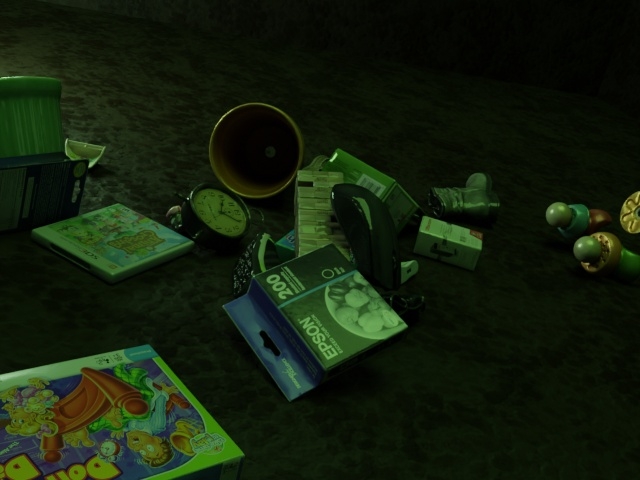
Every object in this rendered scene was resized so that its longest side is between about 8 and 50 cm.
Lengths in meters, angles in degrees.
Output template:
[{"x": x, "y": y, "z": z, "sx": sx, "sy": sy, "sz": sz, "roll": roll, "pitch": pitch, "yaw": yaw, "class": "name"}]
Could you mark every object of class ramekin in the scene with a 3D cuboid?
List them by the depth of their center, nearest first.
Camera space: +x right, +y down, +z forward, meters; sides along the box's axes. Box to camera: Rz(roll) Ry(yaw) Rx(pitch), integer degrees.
[{"x": -0.610, "y": -0.196, "z": 1.447, "sx": 0.303, "sy": 0.148, "sz": 0.303, "roll": -8, "pitch": 7, "yaw": 1, "class": "ramekin"}]

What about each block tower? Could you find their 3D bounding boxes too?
[{"x": 0.000, "y": 0.000, "z": 1.436, "sx": 0.097, "sy": 0.091, "sz": 0.336, "roll": 2, "pitch": 40, "yaw": -6, "class": "block tower"}]

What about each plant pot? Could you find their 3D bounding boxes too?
[{"x": -0.127, "y": -0.201, "z": 1.807, "sx": 0.205, "sy": 0.205, "sz": 0.188, "roll": 16, "pitch": 9, "yaw": 5, "class": "plant pot"}]

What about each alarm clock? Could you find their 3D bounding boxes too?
[{"x": -0.184, "y": -0.042, "z": 1.527, "sx": 0.192, "sy": 0.064, "sz": 0.129, "roll": -3, "pitch": 57, "yaw": -42, "class": "alarm clock"}]

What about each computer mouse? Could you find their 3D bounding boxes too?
[{"x": 0.105, "y": 0.010, "z": 1.384, "sx": 0.188, "sy": 0.072, "sz": 0.272, "roll": 7, "pitch": 56, "yaw": -63, "class": "computer mouse"}]

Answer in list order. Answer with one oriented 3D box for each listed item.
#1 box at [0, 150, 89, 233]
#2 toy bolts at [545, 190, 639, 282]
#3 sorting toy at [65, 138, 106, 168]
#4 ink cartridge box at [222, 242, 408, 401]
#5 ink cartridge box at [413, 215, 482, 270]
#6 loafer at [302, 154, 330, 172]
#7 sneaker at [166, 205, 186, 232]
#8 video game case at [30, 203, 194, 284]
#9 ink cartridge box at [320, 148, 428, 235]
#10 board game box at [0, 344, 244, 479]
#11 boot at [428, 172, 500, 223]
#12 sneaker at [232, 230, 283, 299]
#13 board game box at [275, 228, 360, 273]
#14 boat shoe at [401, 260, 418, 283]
[{"x": -0.510, "y": -0.080, "z": 1.377, "sx": 0.036, "sy": 0.137, "sz": 0.225, "roll": 38, "pitch": 32, "yaw": 30, "class": "box"}, {"x": 0.634, "y": -0.042, "z": 1.847, "sx": 0.158, "sy": 0.218, "sz": 0.228, "roll": 17, "pitch": 13, "yaw": -27, "class": "toy bolts"}, {"x": -0.507, "y": -0.175, "z": 1.710, "sx": 0.083, "sy": 0.045, "sz": 0.075, "roll": 11, "pitch": 31, "yaw": -9, "class": "sorting toy"}, {"x": -0.012, "y": 0.114, "z": 1.213, "sx": 0.208, "sy": 0.045, "sz": 0.206, "roll": -25, "pitch": 53, "yaw": -24, "class": "ink cartridge box"}, {"x": 0.273, "y": 0.005, "z": 1.719, "sx": 0.135, "sy": 0.056, "sz": 0.099, "roll": 17, "pitch": 24, "yaw": 6, "class": "ink cartridge box"}, {"x": -0.007, "y": -0.160, "z": 1.937, "sx": 0.050, "sy": 0.056, "sz": 0.148, "roll": 23, "pitch": 35, "yaw": 18, "class": "loafer"}, {"x": -0.237, "y": -0.035, "z": 1.558, "sx": 0.119, "sy": 0.047, "sz": 0.057, "roll": -3, "pitch": 51, "yaw": -33, "class": "sneaker"}, {"x": -0.363, "y": 0.000, "z": 1.424, "sx": 0.193, "sy": 0.023, "sz": 0.212, "roll": 25, "pitch": 26, "yaw": 23, "class": "video game case"}, {"x": 0.131, "y": -0.076, "z": 1.795, "sx": 0.188, "sy": 0.097, "sz": 0.255, "roll": 35, "pitch": -3, "yaw": 39, "class": "ink cartridge box"}, {"x": -0.292, "y": 0.237, "z": 0.877, "sx": 0.347, "sy": 0.078, "sz": 0.233, "roll": -8, "pitch": 32, "yaw": -40, "class": "board game box"}, {"x": 0.347, "y": -0.119, "z": 2.010, "sx": 0.161, "sy": 0.084, "sz": 0.246, "roll": 7, "pitch": 23, "yaw": -2, "class": "boot"}, {"x": -0.095, "y": 0.068, "z": 1.389, "sx": 0.097, "sy": 0.084, "sz": 0.235, "roll": 34, "pitch": 21, "yaw": -15, "class": "sneaker"}, {"x": 0.021, "y": 0.017, "z": 1.566, "sx": 0.160, "sy": 0.047, "sz": 0.210, "roll": 21, "pitch": 26, "yaw": 14, "class": "board game box"}, {"x": 0.153, "y": 0.061, "z": 1.568, "sx": 0.035, "sy": 0.035, "sz": 0.100, "roll": -3, "pitch": 15, "yaw": 37, "class": "boat shoe"}]
